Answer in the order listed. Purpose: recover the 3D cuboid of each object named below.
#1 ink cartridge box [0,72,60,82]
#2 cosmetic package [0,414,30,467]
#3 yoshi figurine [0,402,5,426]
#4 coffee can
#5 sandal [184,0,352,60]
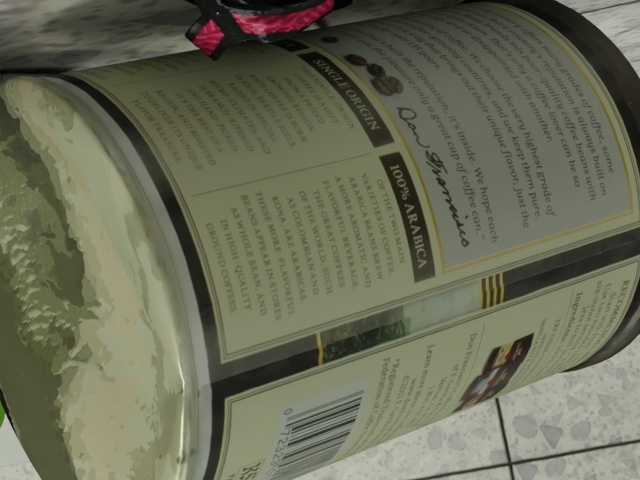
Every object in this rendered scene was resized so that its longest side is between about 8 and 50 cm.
[{"bbox_3d":[-0.194,-0.045,0.664,0.099,0.056,0.135,-14,177,39],"label":"ink cartridge box"},{"bbox_3d":[-0.349,0.098,1.296,0.453,0.161,0.230,-12,-152,14],"label":"cosmetic package"},{"bbox_3d":[-0.318,0.046,1.006,0.203,0.204,0.362,7,172,-26],"label":"yoshi figurine"},{"bbox_3d":[0.000,0.000,0.634,0.275,0.202,0.201,-15,-179,-34],"label":"coffee can"},{"bbox_3d":[-0.022,-0.091,0.523,0.067,0.040,0.179,-10,179,15],"label":"sandal"}]
